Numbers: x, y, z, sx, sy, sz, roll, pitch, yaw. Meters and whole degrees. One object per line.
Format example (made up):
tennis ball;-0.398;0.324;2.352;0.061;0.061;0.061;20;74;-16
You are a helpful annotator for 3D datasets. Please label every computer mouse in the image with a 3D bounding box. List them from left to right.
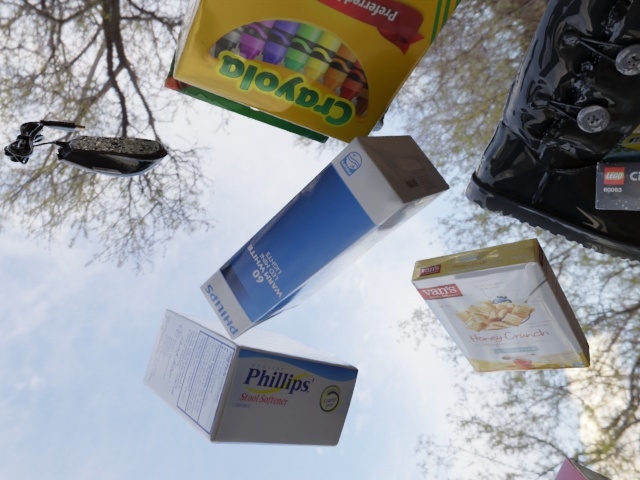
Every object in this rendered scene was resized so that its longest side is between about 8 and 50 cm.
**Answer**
computer mouse;-0.426;-0.168;0.912;0.262;0.060;0.184;-3;-149;-23

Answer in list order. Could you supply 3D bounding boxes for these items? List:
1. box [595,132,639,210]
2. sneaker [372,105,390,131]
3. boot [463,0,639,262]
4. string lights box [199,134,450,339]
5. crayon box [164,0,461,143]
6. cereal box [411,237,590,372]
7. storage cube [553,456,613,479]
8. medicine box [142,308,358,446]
box;0.382;-0.064;0.418;0.159;0.233;0.044;-28;-64;-46
sneaker;0.071;-0.367;1.249;0.130;0.286;0.109;-60;-36;-5
boot;0.450;-0.199;0.669;0.367;0.445;0.146;15;-143;1
string lights box;0.000;0.000;0.530;0.076;0.260;0.133;56;-148;9
crayon box;0.001;-0.214;0.430;0.202;0.318;0.081;14;-137;-25
cereal box;0.260;0.105;0.699;0.240;0.173;0.047;49;-136;-30
storage cube;0.536;0.567;0.923;0.184;0.215;0.193;25;-88;10
medicine box;-0.131;0.244;0.886;0.263;0.289;0.149;21;-98;-38
